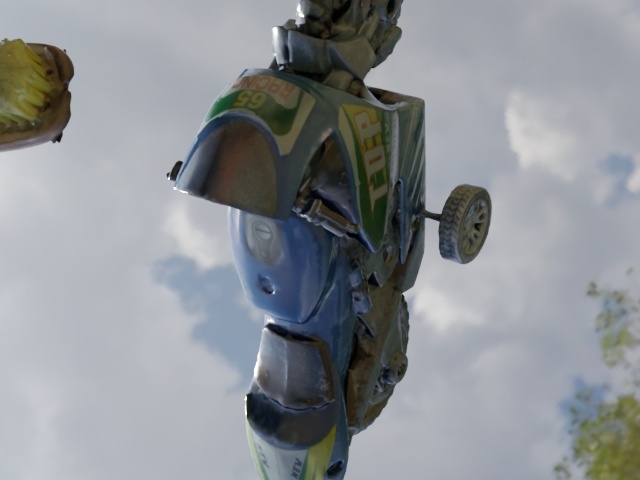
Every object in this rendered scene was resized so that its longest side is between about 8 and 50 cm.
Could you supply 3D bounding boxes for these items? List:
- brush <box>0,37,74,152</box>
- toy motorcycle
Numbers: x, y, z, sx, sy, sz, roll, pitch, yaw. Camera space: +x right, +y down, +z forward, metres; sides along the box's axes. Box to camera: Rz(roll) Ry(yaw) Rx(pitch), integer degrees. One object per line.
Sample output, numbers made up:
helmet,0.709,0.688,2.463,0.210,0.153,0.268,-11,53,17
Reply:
brush,-0.300,-0.090,0.902,0.067,0.313,0.072,42,-130,-58
toy motorcycle,0.000,0.000,0.583,0.092,0.254,0.135,17,-140,27
